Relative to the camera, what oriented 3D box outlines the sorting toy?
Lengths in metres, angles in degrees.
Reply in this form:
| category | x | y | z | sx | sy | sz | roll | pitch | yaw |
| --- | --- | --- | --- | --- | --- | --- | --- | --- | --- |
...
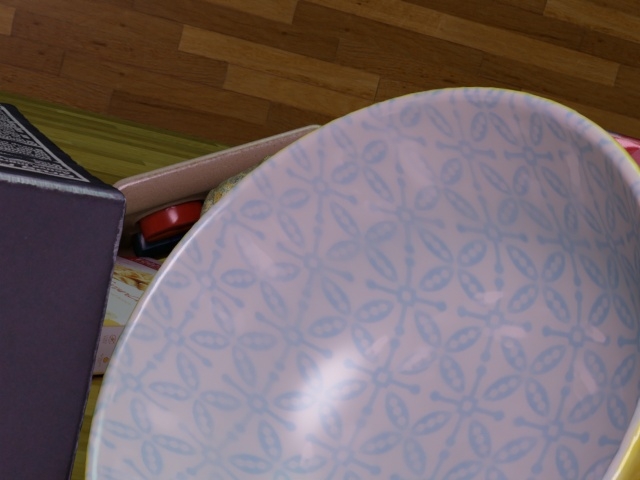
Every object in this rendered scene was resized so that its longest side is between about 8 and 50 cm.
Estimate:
| category | x | y | z | sx | sy | sz | roll | pitch | yaw |
| --- | --- | --- | --- | --- | --- | --- | --- | --- | --- |
| sorting toy | -0.057 | -0.042 | 1.142 | 0.307 | 0.041 | 0.229 | -17 | -12 | -15 |

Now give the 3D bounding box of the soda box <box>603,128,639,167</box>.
| category | x | y | z | sx | sy | sz | roll | pitch | yaw |
| --- | --- | --- | --- | --- | --- | --- | --- | --- | --- |
| soda box | 0.232 | 0.030 | 1.082 | 0.092 | 0.263 | 0.083 | 17 | 10 | 9 |

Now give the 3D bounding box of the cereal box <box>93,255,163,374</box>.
| category | x | y | z | sx | sy | sz | roll | pitch | yaw |
| --- | --- | --- | --- | --- | --- | --- | --- | --- | --- |
| cereal box | -0.167 | 0.054 | 0.967 | 0.173 | 0.047 | 0.240 | 21 | 11 | 34 |

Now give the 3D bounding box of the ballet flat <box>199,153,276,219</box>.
| category | x | y | z | sx | sy | sz | roll | pitch | yaw |
| --- | --- | --- | --- | --- | --- | --- | --- | --- | --- |
| ballet flat | -0.038 | 0.019 | 1.100 | 0.123 | 0.123 | 0.348 | 17 | -13 | 12 |

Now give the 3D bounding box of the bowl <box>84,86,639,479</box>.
| category | x | y | z | sx | sy | sz | roll | pitch | yaw |
| --- | --- | --- | --- | --- | --- | --- | --- | --- | --- |
| bowl | 0.049 | 0.088 | 0.558 | 0.289 | 0.289 | 0.156 | 24 | -17 | 47 |

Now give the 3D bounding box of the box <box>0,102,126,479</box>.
| category | x | y | z | sx | sy | sz | roll | pitch | yaw |
| --- | --- | --- | --- | --- | --- | --- | --- | --- | --- |
| box | -0.290 | 0.008 | 0.609 | 0.296 | 0.182 | 0.294 | 9 | 9 | -25 |
